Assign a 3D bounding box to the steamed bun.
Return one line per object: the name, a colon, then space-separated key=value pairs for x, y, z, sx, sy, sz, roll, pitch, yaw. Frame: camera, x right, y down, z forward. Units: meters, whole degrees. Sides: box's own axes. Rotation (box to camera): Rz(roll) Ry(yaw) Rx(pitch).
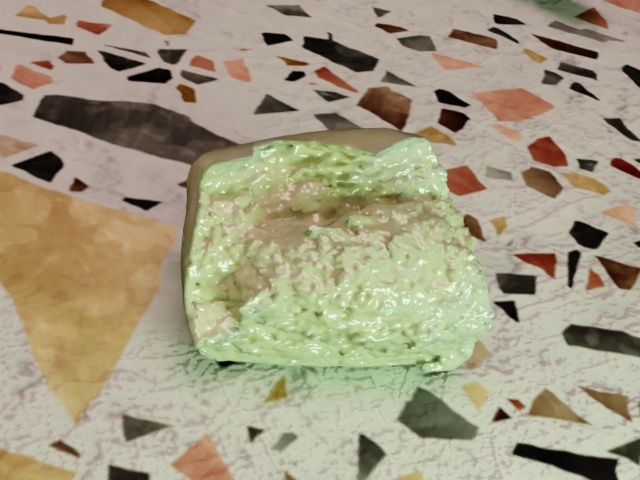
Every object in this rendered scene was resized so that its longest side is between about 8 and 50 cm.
steamed bun: x=0.000 y=0.000 z=0.923 sx=0.225 sy=0.170 sz=0.200 roll=-5 pitch=45 yaw=-22
